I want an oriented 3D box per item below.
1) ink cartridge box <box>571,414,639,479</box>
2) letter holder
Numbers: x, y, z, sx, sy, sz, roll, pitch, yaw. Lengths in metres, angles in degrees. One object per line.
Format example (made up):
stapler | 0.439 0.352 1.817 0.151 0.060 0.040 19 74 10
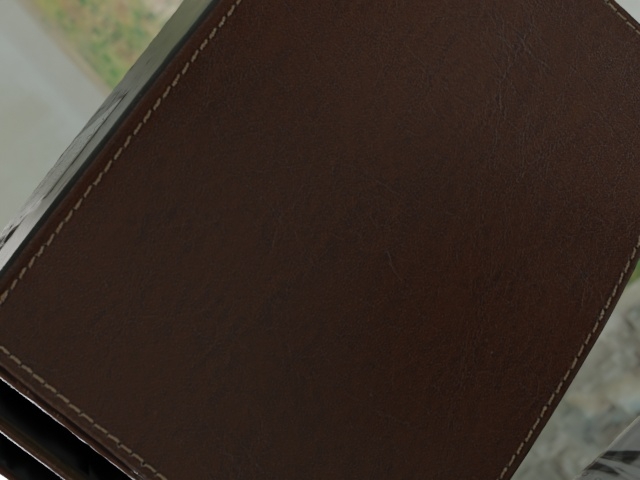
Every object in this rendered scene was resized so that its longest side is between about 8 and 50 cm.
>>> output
ink cartridge box | 0.192 0.188 0.711 0.307 0.129 0.223 -38 -148 -24
letter holder | 0.000 0.000 0.723 0.302 0.214 0.152 -56 -167 -24
